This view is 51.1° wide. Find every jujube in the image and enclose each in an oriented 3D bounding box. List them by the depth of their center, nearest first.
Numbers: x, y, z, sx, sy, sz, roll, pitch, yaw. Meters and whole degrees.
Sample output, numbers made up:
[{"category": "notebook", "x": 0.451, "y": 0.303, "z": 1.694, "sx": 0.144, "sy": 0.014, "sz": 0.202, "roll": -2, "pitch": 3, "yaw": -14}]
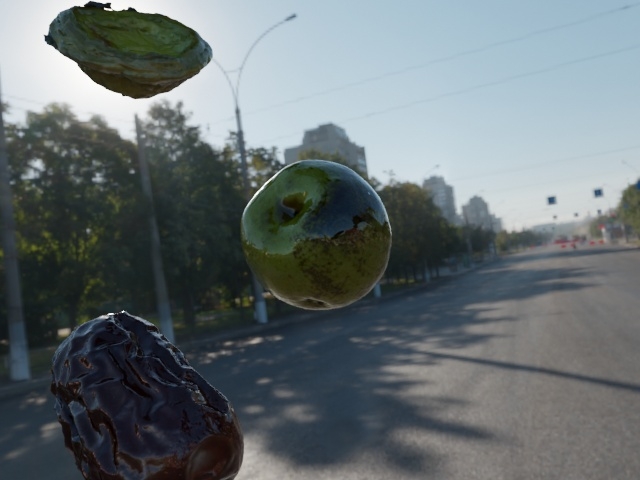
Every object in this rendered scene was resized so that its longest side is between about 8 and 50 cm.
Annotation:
[{"category": "jujube", "x": -0.179, "y": 0.177, "z": 0.675, "sx": 0.155, "sy": 0.155, "sz": 0.230, "roll": -5, "pitch": 38, "yaw": -46}]

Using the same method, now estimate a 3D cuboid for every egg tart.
[{"category": "egg tart", "x": -0.321, "y": -0.321, "z": 1.133, "sx": 0.278, "sy": 0.095, "sz": 0.279, "roll": 13, "pitch": 33, "yaw": -9}]

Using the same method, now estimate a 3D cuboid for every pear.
[{"category": "pear", "x": 0.000, "y": 0.000, "z": 0.879, "sx": 0.197, "sy": 0.197, "sz": 0.197, "roll": -7, "pitch": -3, "yaw": 0}]
